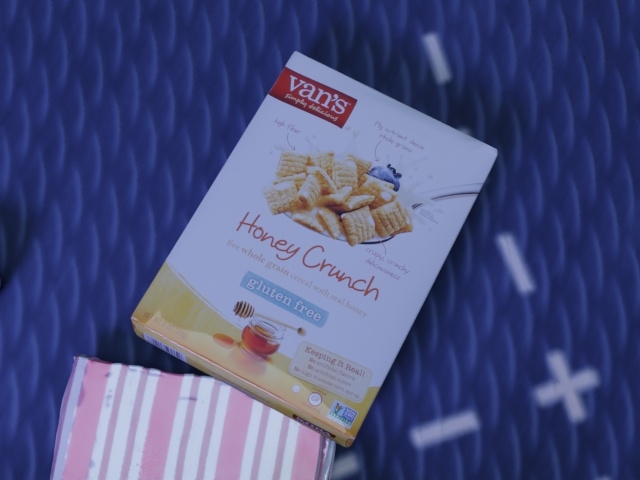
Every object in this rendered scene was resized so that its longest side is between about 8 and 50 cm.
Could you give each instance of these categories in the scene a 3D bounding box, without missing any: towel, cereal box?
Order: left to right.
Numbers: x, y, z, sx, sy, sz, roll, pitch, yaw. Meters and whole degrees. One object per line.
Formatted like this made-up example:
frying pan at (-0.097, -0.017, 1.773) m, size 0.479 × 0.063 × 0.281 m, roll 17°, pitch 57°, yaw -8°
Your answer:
towel at (-0.092, 0.167, 0.738) m, size 0.197 × 0.029 × 0.144 m, roll 10°, pitch 81°, yaw 2°
cereal box at (0.000, 0.000, 0.744) m, size 0.173 × 0.047 × 0.240 m, roll 27°, pitch 71°, yaw 5°
